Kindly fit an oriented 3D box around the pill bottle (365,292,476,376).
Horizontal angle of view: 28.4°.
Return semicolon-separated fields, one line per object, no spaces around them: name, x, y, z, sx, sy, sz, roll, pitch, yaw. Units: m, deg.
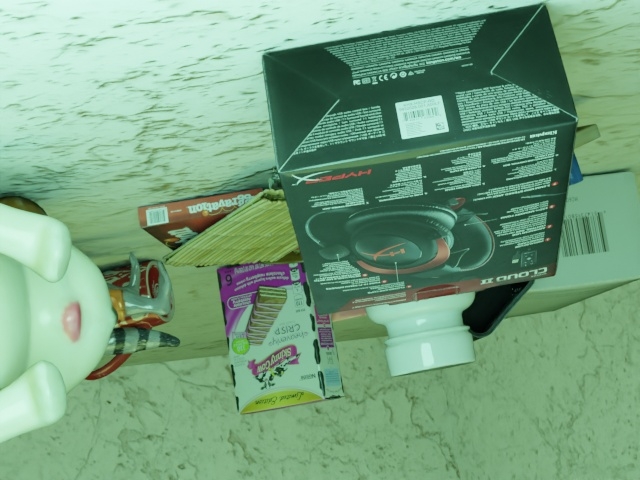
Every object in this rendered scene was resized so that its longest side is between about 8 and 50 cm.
pill bottle;0.111;0.038;1.481;0.131;0.229;0.131;-10;171;-2

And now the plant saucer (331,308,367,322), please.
plant saucer;0.034;0.093;2.133;0.332;0.084;0.332;-13;178;0

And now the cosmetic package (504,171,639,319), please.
cosmetic package;0.308;0.022;1.841;0.197;0.155;0.365;-7;172;-14

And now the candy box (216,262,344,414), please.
candy box;-0.064;0.141;1.949;0.159;0.233;0.071;-14;171;27

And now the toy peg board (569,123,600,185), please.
toy peg board;0.186;-0.048;1.284;0.161;0.079;0.161;-25;-171;-22

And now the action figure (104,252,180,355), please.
action figure;-0.334;0.129;1.536;0.330;0.178;0.341;-24;-156;-17

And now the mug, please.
mug;-0.298;0.110;1.811;0.169;0.150;0.113;-16;-176;14

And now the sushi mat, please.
sushi mat;-0.060;-0.013;1.441;0.151;0.019;0.316;-3;168;-27

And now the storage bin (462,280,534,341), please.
storage bin;0.165;0.032;1.601;0.122;0.180;0.084;-48;180;-13

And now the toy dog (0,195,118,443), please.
toy dog;-0.370;0.087;1.131;0.395;0.284;0.408;-16;171;40

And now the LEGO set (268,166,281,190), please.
LEGO set;-0.025;-0.072;1.332;0.054;0.023;0.083;-12;-176;32

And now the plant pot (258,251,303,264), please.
plant pot;0.000;0.000;1.772;0.236;0.032;0.236;-9;172;-1

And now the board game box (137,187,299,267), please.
board game box;-0.114;-0.011;1.536;0.145;0.027;0.281;-8;169;7

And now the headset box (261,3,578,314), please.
headset box;0.083;-0.046;1.031;0.218;0.110;0.293;-10;153;3
